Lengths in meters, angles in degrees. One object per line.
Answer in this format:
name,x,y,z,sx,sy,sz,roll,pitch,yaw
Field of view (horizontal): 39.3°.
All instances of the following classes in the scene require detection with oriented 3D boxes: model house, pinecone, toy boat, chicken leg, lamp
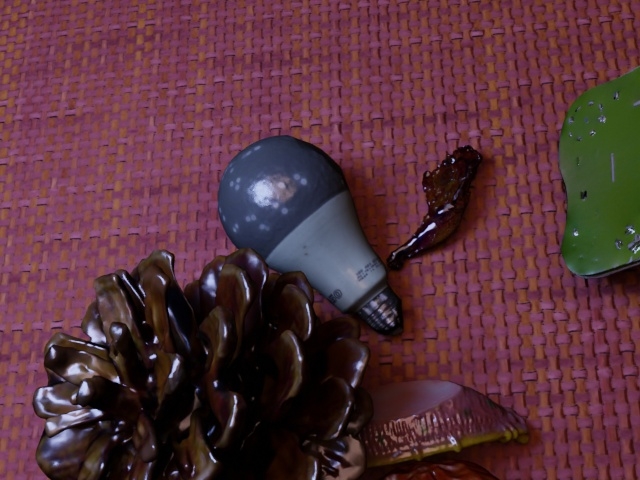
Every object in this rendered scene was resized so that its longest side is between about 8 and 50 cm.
model house,0.441,-0.074,1.171,0.207,0.154,0.293,-29,45,48
pinecone,-0.138,0.184,1.031,0.398,0.397,0.397,-4,68,10
toy boat,0.098,0.234,1.128,0.318,0.099,0.141,-8,26,9
chicken leg,0.164,-0.045,1.247,0.093,0.053,0.205,11,63,40
lamp,-0.007,-0.008,1.193,0.182,0.182,0.314,-41,67,-6

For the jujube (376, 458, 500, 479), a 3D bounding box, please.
jujube,0.122,0.364,1.012,0.232,0.213,0.212,-24,66,-1
